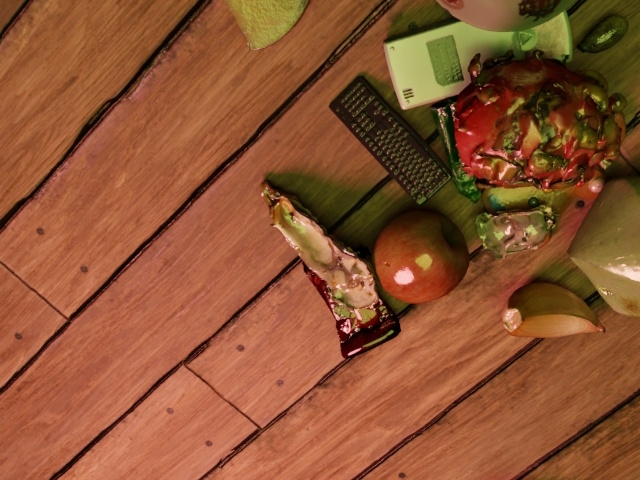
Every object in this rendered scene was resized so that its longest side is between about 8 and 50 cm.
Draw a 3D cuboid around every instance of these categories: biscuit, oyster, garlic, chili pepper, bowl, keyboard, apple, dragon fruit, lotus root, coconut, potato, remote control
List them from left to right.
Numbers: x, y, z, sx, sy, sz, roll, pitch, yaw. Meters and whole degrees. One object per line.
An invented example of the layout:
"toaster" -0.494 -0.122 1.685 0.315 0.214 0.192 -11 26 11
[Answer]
"potato" -0.123 -0.489 1.572 0.270 0.112 0.255 2 116 8
"oyster" -0.001 0.002 1.745 0.345 0.079 0.128 47 141 11
"biscuit" 0.070 0.124 1.827 0.151 0.063 0.235 -23 101 13
"keyboard" 0.175 -0.157 1.682 0.381 0.041 0.103 45 109 -3
"apple" 0.198 0.033 1.715 0.174 0.188 0.188 -31 106 29
"chili pepper" 0.286 -0.175 1.690 0.088 0.059 0.226 -15 112 9
"remote control" 0.299 -0.362 1.614 0.344 0.050 0.145 -14 110 10
"bowl" 0.328 -0.530 1.458 0.338 0.157 0.337 2 104 8
"oyster" 0.397 -0.018 1.710 0.166 0.053 0.108 -7 100 28
"dragon fruit" 0.394 -0.213 1.522 0.291 0.250 0.268 -1 103 27
"garlic" 0.476 0.147 1.778 0.207 0.128 0.115 3 71 -3
"biscuit" 0.475 -0.141 1.693 0.205 0.049 0.324 41 108 -10
"lotus root" 0.527 -0.381 1.584 0.099 0.054 0.049 -34 85 16
"coconut" 0.631 0.015 1.615 0.329 0.328 0.281 -5 80 7
